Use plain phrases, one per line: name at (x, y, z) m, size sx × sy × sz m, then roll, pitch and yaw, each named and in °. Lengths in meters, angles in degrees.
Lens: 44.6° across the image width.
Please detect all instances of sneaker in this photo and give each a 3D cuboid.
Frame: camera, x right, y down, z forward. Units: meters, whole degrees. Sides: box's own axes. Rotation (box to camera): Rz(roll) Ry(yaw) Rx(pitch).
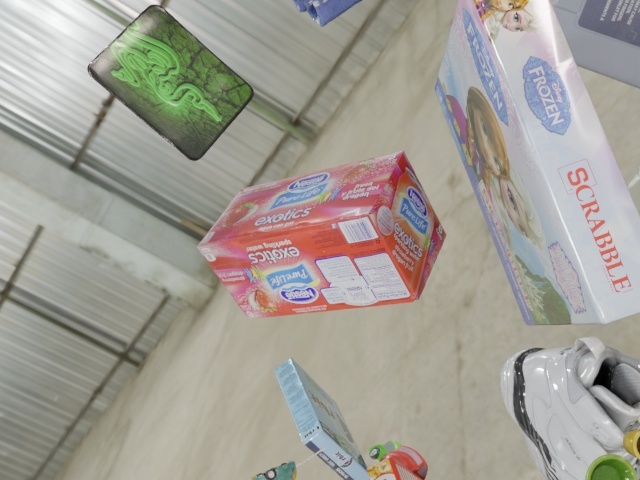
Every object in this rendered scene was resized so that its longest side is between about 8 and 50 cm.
sneaker at (0.398, 0.295, 1.049) m, size 0.137 × 0.366 × 0.210 m, roll -24°, pitch -12°, yaw -24°

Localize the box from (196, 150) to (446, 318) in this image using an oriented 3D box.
box at (0.000, 0.000, 0.926) m, size 0.256 × 0.128 × 0.123 m, roll -10°, pitch 33°, yaw 36°

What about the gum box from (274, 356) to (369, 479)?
gum box at (0.003, 0.304, 1.307) m, size 0.041 × 0.157 × 0.184 m, roll -36°, pitch 35°, yaw 4°

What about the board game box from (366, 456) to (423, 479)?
board game box at (0.140, 0.412, 1.073) m, size 0.045 × 0.147 × 0.194 m, roll -31°, pitch 49°, yaw 11°

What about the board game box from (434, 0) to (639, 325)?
board game box at (0.212, -0.071, 0.799) m, size 0.065 × 0.319 × 0.318 m, roll -20°, pitch -8°, yaw 1°

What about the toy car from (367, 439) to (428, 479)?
toy car at (0.154, 0.383, 1.304) m, size 0.053 × 0.239 × 0.225 m, roll -52°, pitch 24°, yaw -10°

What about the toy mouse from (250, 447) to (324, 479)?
toy mouse at (-0.081, 0.303, 0.951) m, size 0.161 × 0.031 × 0.143 m, roll -25°, pitch -14°, yaw 13°

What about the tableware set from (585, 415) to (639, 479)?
tableware set at (0.252, 0.187, 0.524) m, size 0.104 × 0.154 × 0.024 m, roll -41°, pitch 0°, yaw -11°

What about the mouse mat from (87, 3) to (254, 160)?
mouse mat at (-0.198, -0.216, 1.062) m, size 0.153 × 0.189 × 0.007 m, roll -55°, pitch 11°, yaw -26°

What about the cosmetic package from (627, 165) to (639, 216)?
cosmetic package at (0.486, 0.021, 0.950) m, size 0.296 × 0.153 × 0.129 m, roll -100°, pitch 34°, yaw -72°

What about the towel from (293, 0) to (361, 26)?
towel at (0.036, -0.283, 0.339) m, size 0.243 × 0.336 × 0.040 m, roll -35°, pitch 53°, yaw -4°

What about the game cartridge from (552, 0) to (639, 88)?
game cartridge at (0.395, -0.327, 0.896) m, size 0.060 × 0.196 × 0.294 m, roll -33°, pitch -35°, yaw -54°
